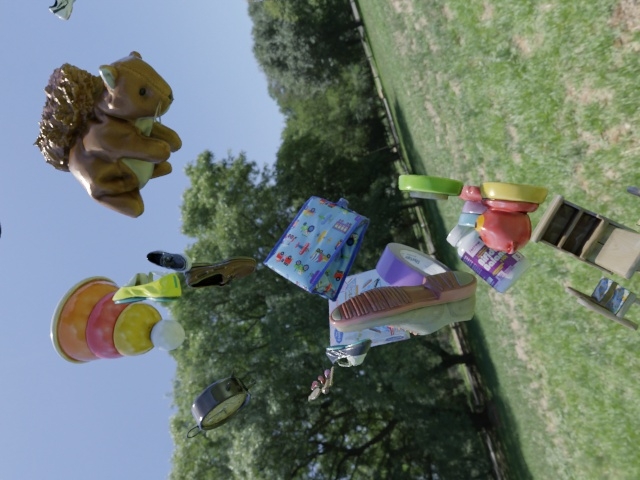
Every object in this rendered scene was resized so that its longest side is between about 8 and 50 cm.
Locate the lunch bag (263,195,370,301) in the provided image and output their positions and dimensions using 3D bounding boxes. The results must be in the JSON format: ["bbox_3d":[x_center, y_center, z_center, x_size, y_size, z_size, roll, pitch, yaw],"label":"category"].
[{"bbox_3d":[0.000,0.000,1.311,0.221,0.293,0.138,27,178,40],"label":"lunch bag"}]

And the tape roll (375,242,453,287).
[{"bbox_3d":[0.325,0.113,1.428,0.275,0.275,0.090,-90,24,-70],"label":"tape roll"}]

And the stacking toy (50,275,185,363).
[{"bbox_3d":[-0.732,0.340,1.674,0.350,0.480,0.350,8,-90,-74],"label":"stacking toy"}]

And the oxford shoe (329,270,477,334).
[{"bbox_3d":[0.225,0.199,1.138,0.140,0.397,0.146,-100,-2,-69],"label":"oxford shoe"}]

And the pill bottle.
[{"bbox_3d":[0.656,0.051,1.709,0.301,0.169,0.169,45,179,25],"label":"pill bottle"}]

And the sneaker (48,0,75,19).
[{"bbox_3d":[-0.467,-0.449,0.788,0.037,0.083,0.032,16,-164,-45],"label":"sneaker"}]

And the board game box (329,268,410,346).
[{"bbox_3d":[0.190,0.281,1.793,0.066,0.318,0.318,50,-149,-47],"label":"board game box"}]

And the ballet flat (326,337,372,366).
[{"bbox_3d":[0.091,0.338,1.286,0.074,0.203,0.074,14,-116,-31],"label":"ballet flat"}]

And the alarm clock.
[{"bbox_3d":[-0.243,0.385,0.994,0.064,0.192,0.129,43,-176,30],"label":"alarm clock"}]

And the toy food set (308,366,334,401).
[{"bbox_3d":[0.009,0.410,1.237,0.019,0.122,0.078,28,-137,-16],"label":"toy food set"}]

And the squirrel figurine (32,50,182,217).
[{"bbox_3d":[-0.580,-0.330,1.169,0.281,0.397,0.370,-72,5,-53],"label":"squirrel figurine"}]

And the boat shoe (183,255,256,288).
[{"bbox_3d":[-0.407,0.147,1.807,0.104,0.307,0.110,-124,33,-44],"label":"boat shoe"}]

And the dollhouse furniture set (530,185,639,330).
[{"bbox_3d":[0.505,0.002,0.783,0.212,0.161,0.242,-65,-11,13],"label":"dollhouse furniture set"}]

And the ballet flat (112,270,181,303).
[{"bbox_3d":[-0.432,0.116,1.077,0.077,0.231,0.077,3,-99,-57],"label":"ballet flat"}]

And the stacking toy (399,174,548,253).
[{"bbox_3d":[0.308,-0.057,0.939,0.309,0.280,0.130,-11,-72,-75],"label":"stacking toy"}]

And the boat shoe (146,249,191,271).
[{"bbox_3d":[-0.619,0.081,1.748,0.076,0.229,0.080,-8,-70,-55],"label":"boat shoe"}]
